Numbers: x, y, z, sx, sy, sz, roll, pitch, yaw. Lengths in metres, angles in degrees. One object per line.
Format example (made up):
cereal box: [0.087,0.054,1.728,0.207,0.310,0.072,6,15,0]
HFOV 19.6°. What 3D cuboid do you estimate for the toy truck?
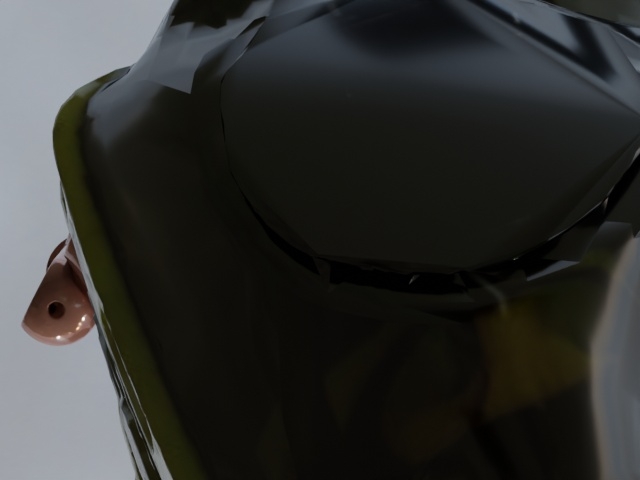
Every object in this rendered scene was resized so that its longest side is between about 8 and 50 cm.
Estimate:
toy truck: [0.138,0.013,0.520,0.405,0.254,0.181,-16,-125,-16]

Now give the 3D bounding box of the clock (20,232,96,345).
clock: [0.000,0.000,0.937,0.241,0.142,0.227,28,-81,-5]
